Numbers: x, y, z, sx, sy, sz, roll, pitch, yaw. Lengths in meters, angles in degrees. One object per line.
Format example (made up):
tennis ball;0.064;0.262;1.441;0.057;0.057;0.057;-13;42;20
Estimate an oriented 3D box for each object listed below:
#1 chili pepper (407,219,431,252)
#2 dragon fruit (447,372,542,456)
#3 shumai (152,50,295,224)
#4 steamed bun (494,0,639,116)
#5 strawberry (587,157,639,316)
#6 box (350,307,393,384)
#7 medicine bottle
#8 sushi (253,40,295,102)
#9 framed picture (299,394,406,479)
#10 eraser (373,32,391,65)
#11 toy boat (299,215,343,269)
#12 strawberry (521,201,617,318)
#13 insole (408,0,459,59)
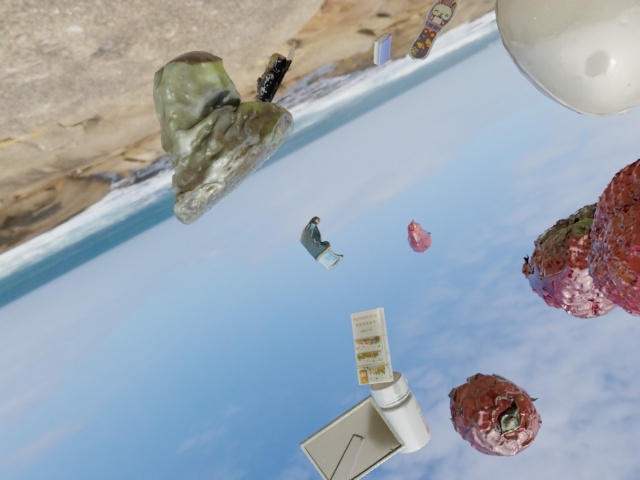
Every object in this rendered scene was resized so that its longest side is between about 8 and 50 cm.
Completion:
chili pepper;0.243;-0.003;1.380;0.059;0.051;0.268;-11;166;12
dragon fruit;0.507;0.507;1.676;0.244;0.245;0.298;-32;-154;-24
shumai;-0.235;-0.220;1.100;0.304;0.263;0.309;-39;-173;13
steamed bun;0.519;-0.426;1.041;0.374;0.374;0.241;-34;174;-33
strawberry;0.491;0.015;0.751;0.250;0.238;0.288;-64;-171;-27
box;0.156;0.326;1.735;0.122;0.221;0.032;-19;162;41
medicine bottle;0.276;0.594;1.960;0.144;0.252;0.144;-25;-171;4
sushi;-0.136;-0.401;1.429;0.215;0.050;0.192;-58;-163;27
framed picture;0.075;0.473;1.304;0.203;0.150;0.015;-36;-175;1
eraser;0.199;-0.614;1.812;0.063;0.027;0.085;-47;154;-28
toy boat;0.000;0.000;1.411;0.077;0.075;0.185;-50;-150;4
strawberry;0.598;0.053;1.265;0.274;0.220;0.274;-37;-177;2
insole;0.277;-0.526;1.381;0.197;0.065;0.004;-58;170;-2
